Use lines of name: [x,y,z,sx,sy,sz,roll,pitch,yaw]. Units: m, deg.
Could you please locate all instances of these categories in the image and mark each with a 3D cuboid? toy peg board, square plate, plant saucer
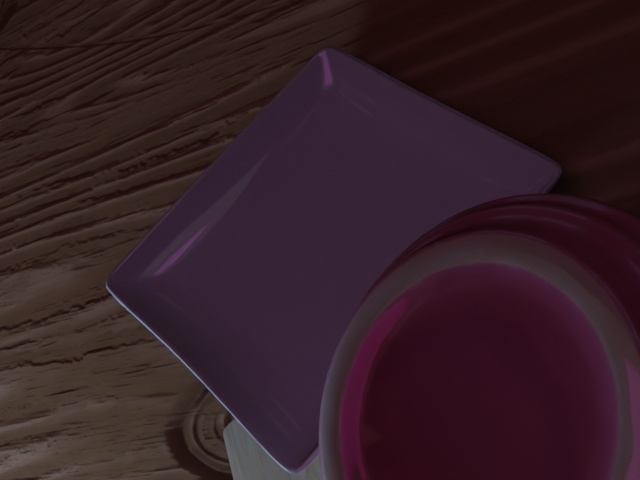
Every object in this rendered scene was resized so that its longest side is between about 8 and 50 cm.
toy peg board: [-0.006,0.218,1.005,0.161,0.079,0.161,-47,49,41]
square plate: [0.000,0.000,1.001,0.347,0.049,0.344,-48,47,-6]
plant saucer: [0.119,0.124,0.707,0.332,0.084,0.332,-14,68,37]
